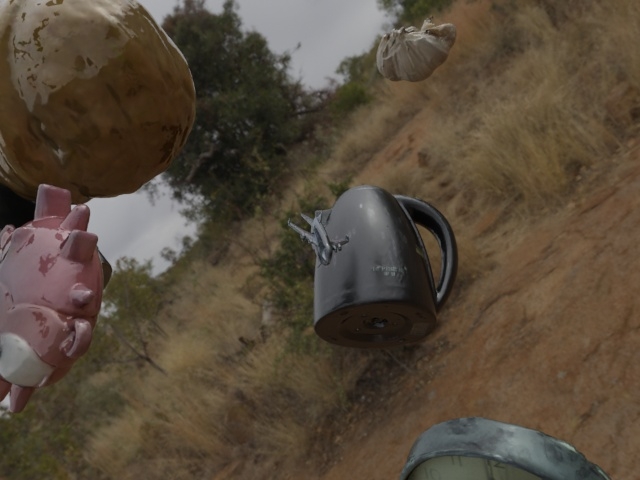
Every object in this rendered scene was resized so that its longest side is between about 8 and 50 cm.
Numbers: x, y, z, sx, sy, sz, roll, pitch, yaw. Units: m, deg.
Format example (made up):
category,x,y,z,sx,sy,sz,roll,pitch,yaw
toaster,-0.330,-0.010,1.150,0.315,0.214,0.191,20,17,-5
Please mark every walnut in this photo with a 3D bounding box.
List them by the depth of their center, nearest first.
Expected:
category,x,y,z,sx,sy,sz,roll,pitch,yaw
walnut,-0.311,-0.188,0.742,0.296,0.285,0.285,-3,20,13

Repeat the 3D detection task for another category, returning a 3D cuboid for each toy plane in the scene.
category,x,y,z,sx,sy,sz,roll,pitch,yaw
toy plane,0.000,0.000,0.653,0.031,0.079,0.083,-57,30,36

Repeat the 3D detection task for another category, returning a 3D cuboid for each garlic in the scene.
category,x,y,z,sx,sy,sz,roll,pitch,yaw
garlic,0.130,-0.254,0.778,0.113,0.074,0.094,-36,-4,20

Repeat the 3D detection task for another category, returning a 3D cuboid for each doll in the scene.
category,x,y,z,sx,sy,sz,roll,pitch,yaw
doll,-0.280,0.052,0.565,0.262,0.093,0.211,32,97,43

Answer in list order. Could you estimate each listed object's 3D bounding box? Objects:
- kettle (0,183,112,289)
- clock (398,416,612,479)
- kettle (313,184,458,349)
category,x,y,z,sx,sy,sz,roll,pitch,yaw
kettle,-0.534,0.013,0.862,0.321,0.324,0.228,-40,-6,-3
clock,0.189,0.279,0.591,0.226,0.226,0.049,-37,9,42
kettle,0.121,0.032,1.062,0.207,0.268,0.290,101,170,-57
